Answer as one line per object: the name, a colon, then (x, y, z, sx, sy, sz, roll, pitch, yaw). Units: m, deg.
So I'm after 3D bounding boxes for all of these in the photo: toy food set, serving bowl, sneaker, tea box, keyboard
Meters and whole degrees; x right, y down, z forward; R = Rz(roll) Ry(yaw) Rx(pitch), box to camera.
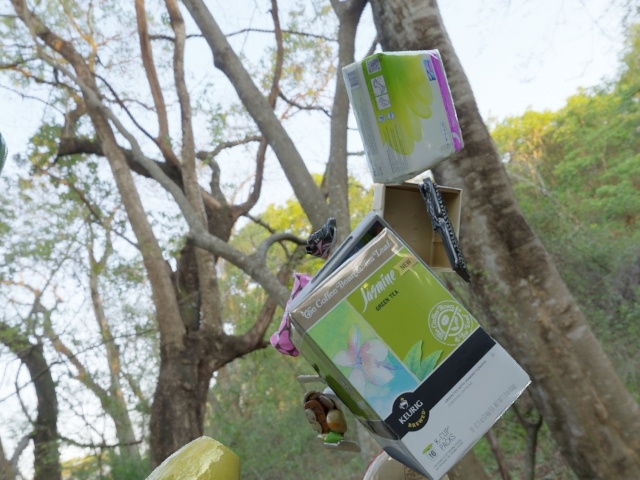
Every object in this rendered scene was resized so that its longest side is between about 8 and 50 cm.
toy food set: (0.005, 0.393, 1.157, 0.132, 0.192, 0.038, -20, 4, 44)
serving bowl: (0.048, 0.322, 1.089, 0.083, 0.027, 0.083, 14, -23, 6)
sneaker: (0.000, 0.000, 1.568, 0.077, 0.072, 0.178, 6, -41, -14)
tea box: (0.121, 0.202, 0.915, 0.220, 0.323, 0.329, -41, -10, -14)
keyboard: (0.339, -0.050, 1.427, 0.033, 0.317, 0.201, -27, -38, 23)

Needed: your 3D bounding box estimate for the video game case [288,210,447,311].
video game case: (0.127, 0.137, 1.264, 0.300, 0.036, 0.329, -49, -58, -2)

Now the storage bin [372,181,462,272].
storage bin: (0.294, -0.041, 1.615, 0.260, 0.262, 0.123, 4, 0, -27)

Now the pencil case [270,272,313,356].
pencil case: (-0.064, 0.189, 1.339, 0.095, 0.098, 0.209, 22, -91, -49)

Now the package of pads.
package of pads: (0.171, -0.244, 1.012, 0.101, 0.229, 0.296, -10, 12, 36)

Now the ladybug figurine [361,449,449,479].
ladybug figurine: (0.222, 0.769, 1.421, 0.305, 0.449, 0.162, 2, -7, -22)

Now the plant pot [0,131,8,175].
plant pot: (-0.557, -0.116, 0.644, 0.235, 0.293, 0.293, -49, -7, -29)

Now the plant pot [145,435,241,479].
plant pot: (-0.166, 0.338, 0.731, 0.095, 0.134, 0.134, -56, -2, -33)
